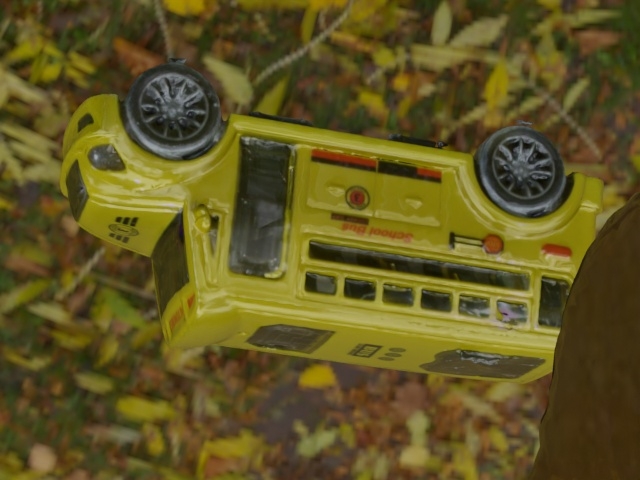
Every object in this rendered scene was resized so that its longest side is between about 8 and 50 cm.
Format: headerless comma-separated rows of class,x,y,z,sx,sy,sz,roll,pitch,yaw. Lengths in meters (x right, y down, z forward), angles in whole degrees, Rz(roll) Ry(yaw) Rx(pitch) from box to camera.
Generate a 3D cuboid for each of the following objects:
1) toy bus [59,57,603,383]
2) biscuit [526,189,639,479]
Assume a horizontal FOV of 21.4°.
toy bus,0.000,0.000,1.059,0.330,0.152,0.144,9,162,-13
biscuit,0.156,0.162,0.407,0.076,0.368,0.394,7,175,-22
